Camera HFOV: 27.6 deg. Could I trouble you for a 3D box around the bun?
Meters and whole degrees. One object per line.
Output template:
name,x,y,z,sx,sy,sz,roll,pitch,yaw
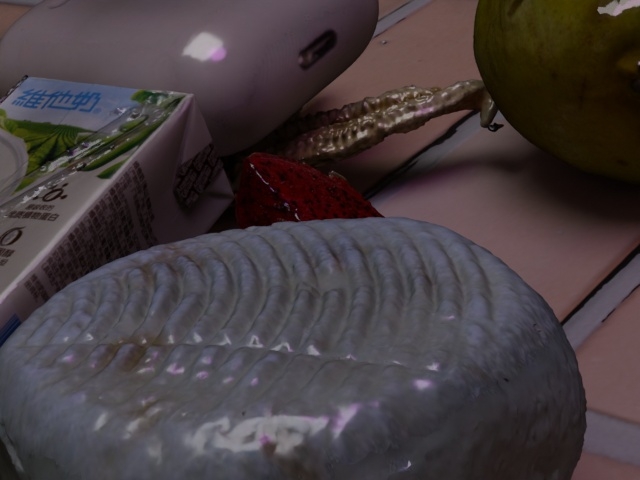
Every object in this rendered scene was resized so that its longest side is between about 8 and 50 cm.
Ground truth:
bun,-0.024,0.113,0.769,0.355,0.194,0.354,-5,19,2

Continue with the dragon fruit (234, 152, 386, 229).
dragon fruit,0.000,0.000,1.105,0.162,0.083,0.106,43,35,20

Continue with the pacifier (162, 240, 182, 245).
pacifier,-0.081,0.047,0.995,0.150,0.116,0.126,26,58,6

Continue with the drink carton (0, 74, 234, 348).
drink carton,-0.243,0.013,1.063,0.194,0.132,0.324,10,47,30

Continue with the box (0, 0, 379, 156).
box,-0.134,-0.195,1.281,0.349,0.141,0.289,11,42,39

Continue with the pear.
pear,0.268,-0.179,1.137,0.269,0.269,0.321,-4,16,16

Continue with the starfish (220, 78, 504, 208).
starfish,-0.064,-0.114,1.319,0.432,0.082,0.324,-23,28,-3
